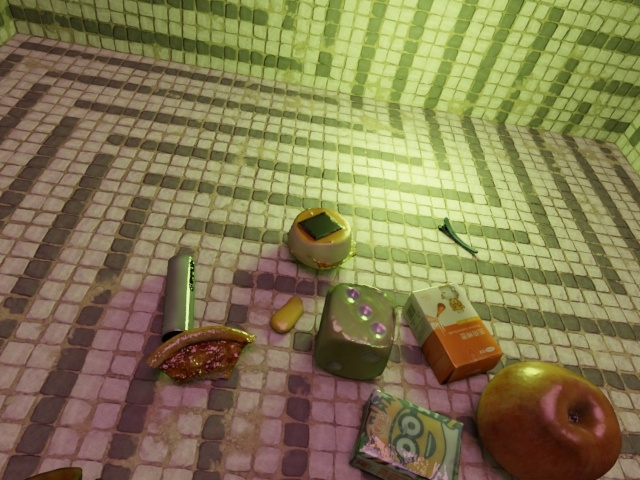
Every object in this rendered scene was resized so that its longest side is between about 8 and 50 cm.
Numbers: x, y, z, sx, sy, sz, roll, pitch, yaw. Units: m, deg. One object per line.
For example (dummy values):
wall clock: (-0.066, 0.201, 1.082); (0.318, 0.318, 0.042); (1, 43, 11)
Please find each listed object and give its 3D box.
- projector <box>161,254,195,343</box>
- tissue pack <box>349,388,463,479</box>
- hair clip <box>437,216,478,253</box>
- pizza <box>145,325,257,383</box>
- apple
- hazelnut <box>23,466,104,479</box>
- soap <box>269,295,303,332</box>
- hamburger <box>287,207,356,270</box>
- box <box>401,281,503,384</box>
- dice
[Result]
projector: (-0.507, 0.208, 1.618); (0.108, 0.108, 0.338); (0, 48, -14)
tissue pack: (0.269, 0.633, 1.395); (0.310, 0.128, 0.228); (21, 44, 6)
hair clip: (0.665, -0.014, 2.160); (0.039, 0.070, 0.229); (-28, 67, -38)
pizza: (-0.381, 0.376, 1.476); (0.364, 0.074, 0.183); (-1, 77, -26)
apple: (0.713, 0.573, 1.416); (0.390, 0.347, 0.392); (7, 52, -9)
hazelnut: (-0.631, 0.694, 0.977); (0.409, 0.359, 0.359); (-24, 57, -41)
soap: (-0.119, 0.281, 1.696); (0.089, 0.033, 0.168); (36, 49, 16)
hamburger: (0.000, 0.000, 1.891); (0.275, 0.179, 0.294); (-27, 56, -36)
box: (0.492, 0.349, 1.712); (0.224, 0.144, 0.341); (-9, 52, -21)
dice: (0.119, 0.315, 1.572); (0.249, 0.255, 0.252); (12, 47, 1)
